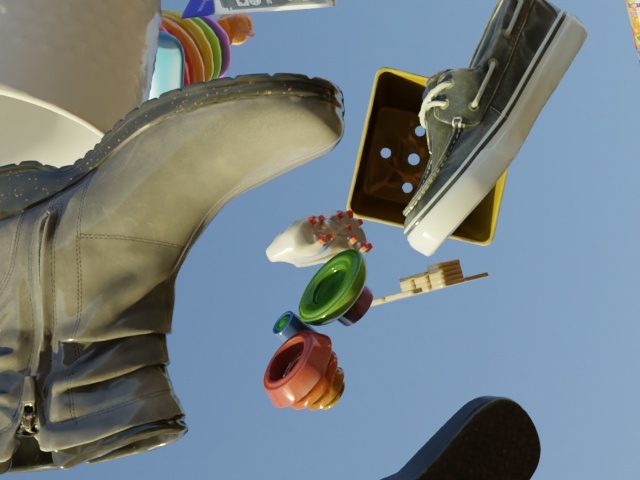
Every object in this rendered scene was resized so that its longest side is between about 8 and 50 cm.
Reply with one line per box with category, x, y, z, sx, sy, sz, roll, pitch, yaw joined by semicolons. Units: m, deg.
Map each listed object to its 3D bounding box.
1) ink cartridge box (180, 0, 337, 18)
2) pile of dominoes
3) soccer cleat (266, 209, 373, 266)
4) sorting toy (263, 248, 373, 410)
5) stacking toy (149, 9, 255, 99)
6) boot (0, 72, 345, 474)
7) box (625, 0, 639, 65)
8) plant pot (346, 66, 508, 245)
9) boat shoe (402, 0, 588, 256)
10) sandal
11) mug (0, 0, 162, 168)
ink cartridge box;-0.059;-0.358;1.643;0.206;0.208;0.045;-71;-29;-43
pile of dominoes;0.121;0.076;2.100;0.196;0.251;0.040;-10;-95;-49
soccer cleat;0.000;0.000;1.635;0.196;0.076;0.068;3;-118;-64
sorting toy;0.005;0.057;0.747;0.042;0.061;0.102;39;-114;-23
stacking toy;-0.185;-0.253;1.759;0.302;0.175;0.166;-38;-36;-51
boot;-0.115;0.034;0.903;0.118;0.338;0.223;30;-137;-61
box;0.301;-0.218;0.674;0.279;0.289;0.177;59;-146;-51
plant pot;0.150;-0.120;1.903;0.212;0.187;0.212;12;-89;-6
boat shoe;0.160;-0.134;1.392;0.335;0.119;0.121;-57;2;-26
sandal;0.099;0.358;1.635;0.445;0.107;0.168;-32;-78;-29
mug;-0.348;-0.242;1.473;0.276;0.374;0.328;30;-119;-42
